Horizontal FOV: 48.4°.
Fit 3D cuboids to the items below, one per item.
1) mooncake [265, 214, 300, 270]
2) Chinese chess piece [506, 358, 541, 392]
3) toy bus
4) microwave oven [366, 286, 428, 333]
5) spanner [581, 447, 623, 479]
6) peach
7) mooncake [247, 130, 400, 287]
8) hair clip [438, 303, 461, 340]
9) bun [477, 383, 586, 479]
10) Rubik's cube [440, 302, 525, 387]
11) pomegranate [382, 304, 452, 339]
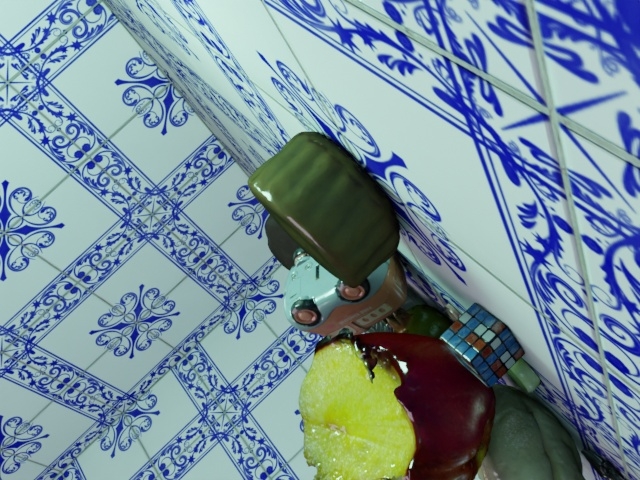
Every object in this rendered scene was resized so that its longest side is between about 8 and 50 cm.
[{"bbox_3d":[0.000,0.000,1.823,0.283,0.141,0.283,29,152,17],"label":"mooncake"},{"bbox_3d":[0.382,0.251,1.362,0.084,0.034,0.084,49,176,4],"label":"Chinese chess piece"},{"bbox_3d":[0.066,0.110,1.642,0.232,0.287,0.194,36,-145,-34],"label":"toy bus"},{"bbox_3d":[0.183,0.196,1.923,0.208,0.122,0.162,42,146,47],"label":"microwave oven"},{"bbox_3d":[0.632,0.514,1.373,0.325,0.026,0.093,42,175,44],"label":"spanner"},{"bbox_3d":[0.136,0.352,1.442,0.416,0.339,0.353,9,176,21],"label":"peach"},{"bbox_3d":[0.015,-0.056,1.285,0.290,0.161,0.290,45,176,4],"label":"mooncake"},{"bbox_3d":[0.320,0.197,1.513,0.123,0.102,0.138,47,144,-21],"label":"hair clip"},{"bbox_3d":[0.455,0.485,1.572,0.365,0.219,0.365,157,90,-90],"label":"bun"},{"bbox_3d":[0.288,0.186,1.268,0.092,0.092,0.092,49,176,-36],"label":"Rubik's cube"},{"bbox_3d":[0.236,0.221,1.738,0.205,0.159,0.159,36,-179,-23],"label":"pomegranate"}]
